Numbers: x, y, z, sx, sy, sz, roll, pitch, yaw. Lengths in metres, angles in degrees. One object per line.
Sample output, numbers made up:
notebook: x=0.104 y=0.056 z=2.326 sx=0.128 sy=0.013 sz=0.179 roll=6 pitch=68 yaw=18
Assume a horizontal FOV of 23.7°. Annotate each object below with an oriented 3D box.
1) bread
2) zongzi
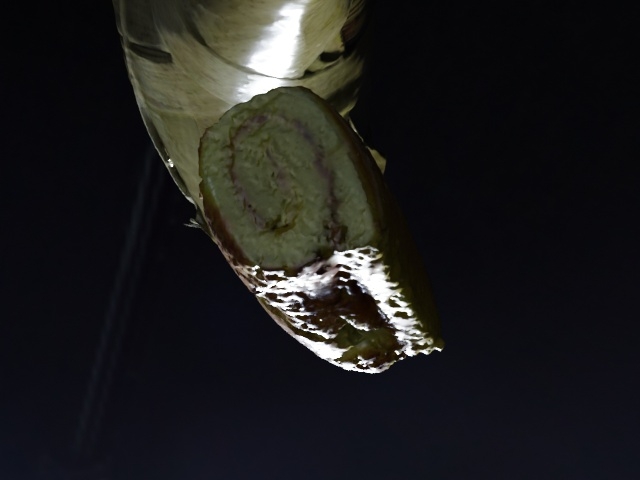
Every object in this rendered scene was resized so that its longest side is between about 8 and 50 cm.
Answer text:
bread: x=0.000 y=0.000 z=0.906 sx=0.103 sy=0.172 sz=0.132 roll=-29 pitch=-118 yaw=3
zongzi: x=-0.035 y=-0.073 z=1.235 sx=0.467 sy=0.218 sz=0.499 roll=-106 pitch=-177 yaw=-59
